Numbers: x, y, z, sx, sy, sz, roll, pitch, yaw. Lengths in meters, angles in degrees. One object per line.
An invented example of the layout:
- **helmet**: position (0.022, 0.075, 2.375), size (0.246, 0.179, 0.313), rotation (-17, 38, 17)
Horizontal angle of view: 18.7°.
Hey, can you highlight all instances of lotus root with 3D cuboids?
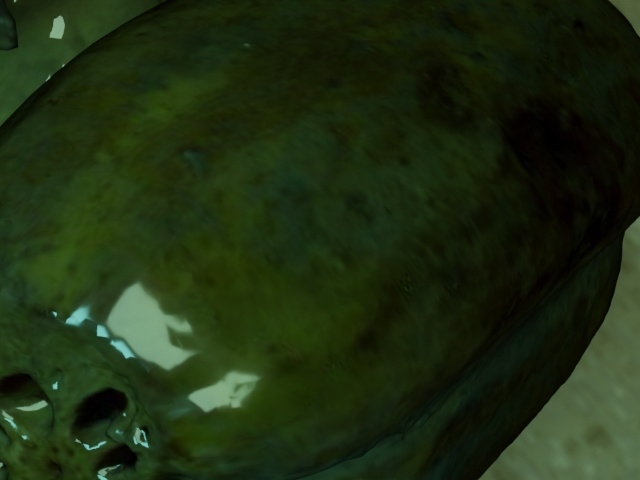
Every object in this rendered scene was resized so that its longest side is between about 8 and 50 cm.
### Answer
- **lotus root**: position (0.000, 0.000, 0.445), size (0.123, 0.241, 0.124), rotation (34, 125, 14)

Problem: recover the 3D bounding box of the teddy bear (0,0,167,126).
- **teddy bear**: position (-0.145, -0.101, 0.415), size (0.156, 0.256, 0.267), rotation (18, 115, 27)
